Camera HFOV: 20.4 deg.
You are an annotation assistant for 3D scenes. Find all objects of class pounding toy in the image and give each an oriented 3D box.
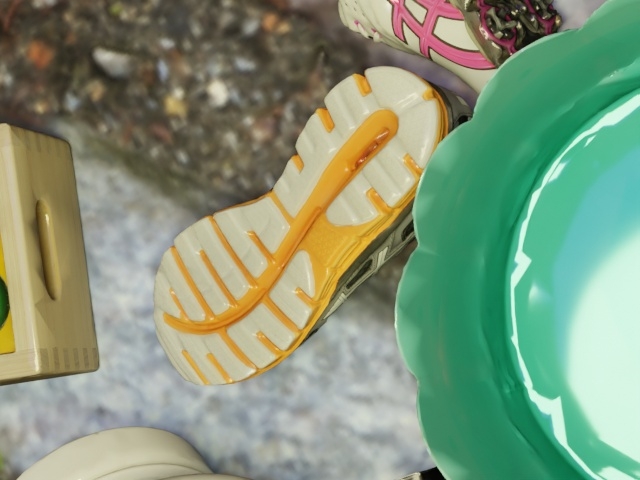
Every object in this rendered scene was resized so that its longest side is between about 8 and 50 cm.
[{"bbox_3d":[-0.239,-0.005,0.939,0.206,0.094,0.181,-9,85,14],"label":"pounding toy"}]

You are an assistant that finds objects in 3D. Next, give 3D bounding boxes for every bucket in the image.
[{"bbox_3d":[0.184,0.027,0.781,0.281,0.183,0.281,-1,87,15],"label":"bucket"}]

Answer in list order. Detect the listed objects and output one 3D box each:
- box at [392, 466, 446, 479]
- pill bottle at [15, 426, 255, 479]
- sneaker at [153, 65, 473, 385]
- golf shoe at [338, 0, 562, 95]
[{"bbox_3d":[0.072,0.185,0.836,0.029,0.116,0.162,-24,82,7],"label":"box"},{"bbox_3d":[-0.037,0.229,0.781,0.181,0.181,0.323,-47,45,8],"label":"pill bottle"},{"bbox_3d":[0.000,0.000,0.887,0.215,0.083,0.084,-42,73,27],"label":"sneaker"},{"bbox_3d":[0.053,-0.124,0.892,0.186,0.067,0.086,53,131,7],"label":"golf shoe"}]
